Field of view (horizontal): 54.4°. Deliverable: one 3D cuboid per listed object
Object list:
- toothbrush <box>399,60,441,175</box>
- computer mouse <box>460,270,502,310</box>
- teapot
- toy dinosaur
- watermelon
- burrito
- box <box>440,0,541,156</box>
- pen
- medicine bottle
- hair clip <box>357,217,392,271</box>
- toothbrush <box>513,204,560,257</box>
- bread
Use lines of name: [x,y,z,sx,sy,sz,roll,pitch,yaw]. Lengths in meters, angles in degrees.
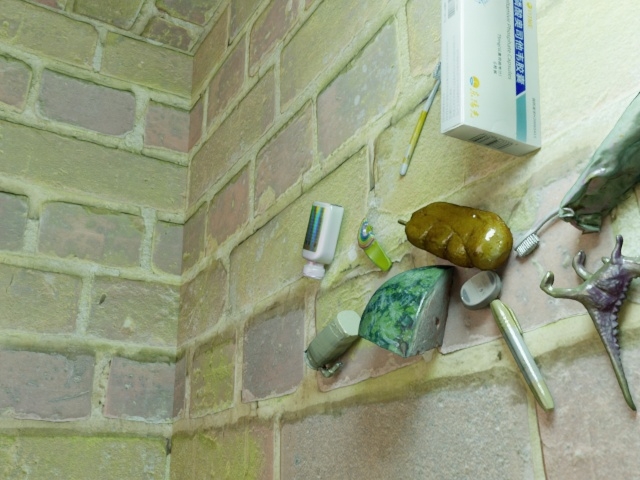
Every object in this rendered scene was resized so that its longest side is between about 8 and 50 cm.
toothbrush: [0.244,-0.294,1.511,0.021,0.024,0.288,42,117,55]
computer mouse: [0.320,0.100,1.232,0.096,0.039,0.066,-42,45,29]
teapot: [0.039,0.280,1.633,0.200,0.077,0.107,-51,59,40]
toy dinosaur: [0.449,0.102,0.978,0.200,0.072,0.251,32,99,48]
watermelon: [0.183,0.155,1.348,0.260,0.256,0.176,12,135,53]
burrito: [0.486,-0.142,0.976,0.066,0.096,0.309,-90,23,-56]
box: [0.329,-0.350,1.206,0.065,0.200,0.343,-22,62,59]
pen: [0.367,0.201,1.127,0.040,0.032,0.233,-36,48,20]
medicine bottle: [0.000,0.000,1.784,0.115,0.078,0.219,16,95,59]
hair clip: [0.132,0.015,1.596,0.060,0.033,0.188,-64,32,27]
toothbrush: [0.444,-0.074,1.088,0.307,0.025,0.029,-55,46,37]
bread: [0.270,-0.013,1.313,0.124,0.084,0.344,-51,27,-10]
